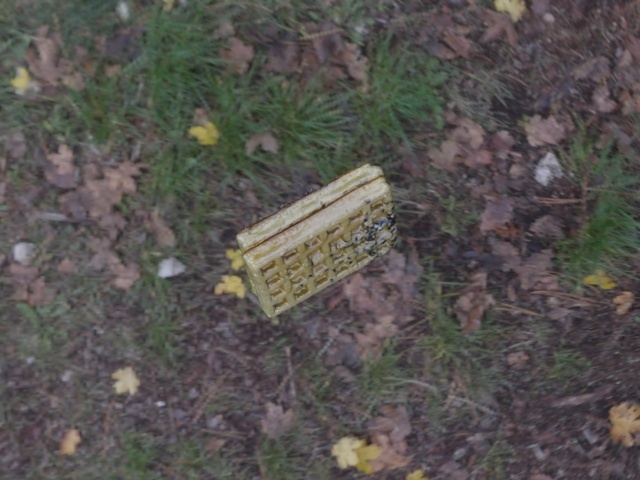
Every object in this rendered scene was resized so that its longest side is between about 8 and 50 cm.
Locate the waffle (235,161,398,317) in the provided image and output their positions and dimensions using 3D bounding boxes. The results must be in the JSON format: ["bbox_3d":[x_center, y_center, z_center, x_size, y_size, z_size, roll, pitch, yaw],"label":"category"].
[{"bbox_3d":[0.000,0.000,0.916,0.148,0.102,0.042,-29,56,-11],"label":"waffle"}]
